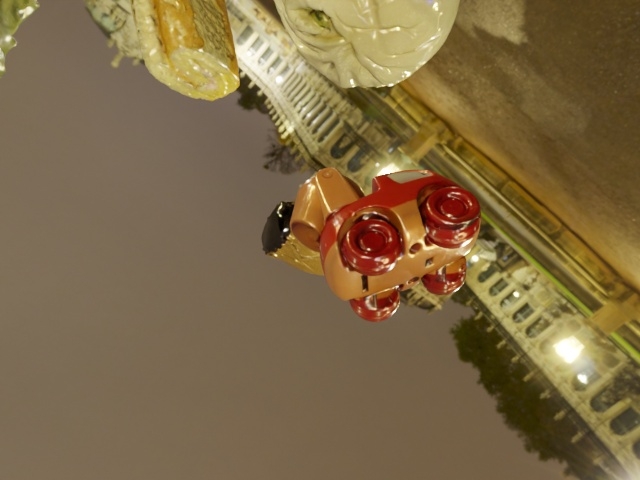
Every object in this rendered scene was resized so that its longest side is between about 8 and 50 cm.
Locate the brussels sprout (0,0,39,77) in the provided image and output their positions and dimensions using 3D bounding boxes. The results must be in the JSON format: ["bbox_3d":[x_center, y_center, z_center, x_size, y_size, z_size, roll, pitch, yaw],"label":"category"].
[{"bbox_3d":[-0.741,-0.398,0.771,0.361,0.424,0.342,4,151,38],"label":"brussels sprout"}]

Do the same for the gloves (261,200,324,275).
[{"bbox_3d":[0.005,0.007,1.134,0.155,0.203,0.357,39,-163,32],"label":"gloves"}]

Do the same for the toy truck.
[{"bbox_3d":[0.093,-0.027,0.691,0.189,0.265,0.239,80,169,-52],"label":"toy truck"}]

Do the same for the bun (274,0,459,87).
[{"bbox_3d":[0.038,-0.277,0.504,0.229,0.145,0.229,40,158,20],"label":"bun"}]

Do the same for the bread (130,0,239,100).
[{"bbox_3d":[-0.307,-0.528,1.009,0.237,0.165,0.374,1,-106,-69],"label":"bread"}]
